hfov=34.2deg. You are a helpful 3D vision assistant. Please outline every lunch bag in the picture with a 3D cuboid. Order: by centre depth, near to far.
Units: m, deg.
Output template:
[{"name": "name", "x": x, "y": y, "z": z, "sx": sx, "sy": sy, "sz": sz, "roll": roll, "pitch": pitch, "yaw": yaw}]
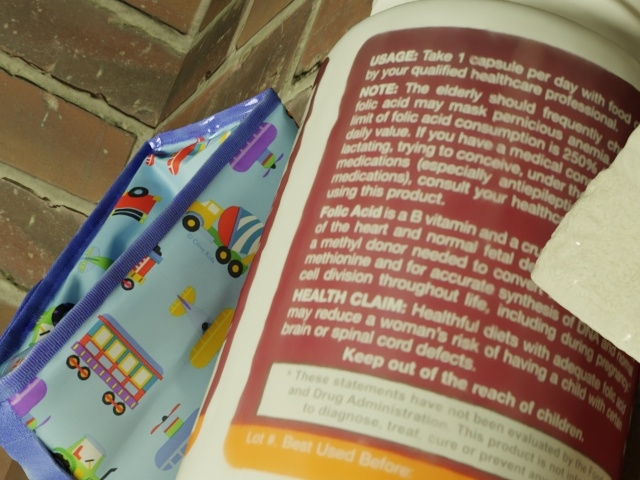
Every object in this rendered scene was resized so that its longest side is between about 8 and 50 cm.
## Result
[{"name": "lunch bag", "x": -0.074, "y": 0.085, "z": 0.674, "sx": 0.138, "sy": 0.221, "sz": 0.293, "roll": -15, "pitch": 31, "yaw": 39}]

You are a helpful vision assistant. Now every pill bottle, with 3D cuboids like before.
[{"name": "pill bottle", "x": 0.081, "y": 0.006, "z": 0.603, "sx": 0.224, "sy": 0.224, "sz": 0.392, "roll": -26, "pitch": 41, "yaw": 60}]

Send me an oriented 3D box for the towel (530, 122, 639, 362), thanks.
[{"name": "towel", "x": 0.221, "y": 0.009, "z": 0.367, "sx": 0.187, "sy": 0.049, "sz": 0.282, "roll": -56, "pitch": 44, "yaw": 9}]
